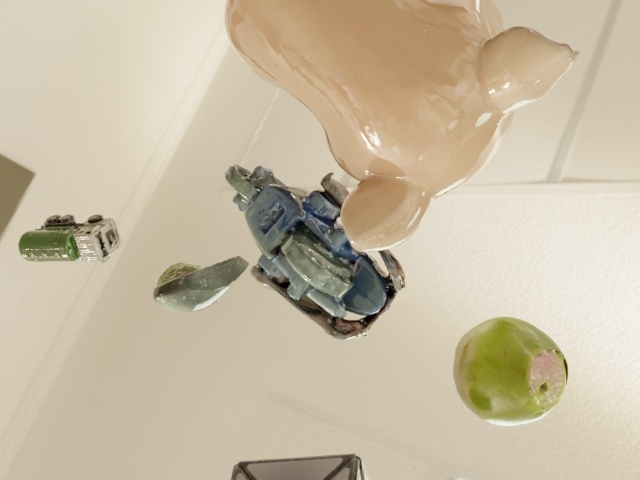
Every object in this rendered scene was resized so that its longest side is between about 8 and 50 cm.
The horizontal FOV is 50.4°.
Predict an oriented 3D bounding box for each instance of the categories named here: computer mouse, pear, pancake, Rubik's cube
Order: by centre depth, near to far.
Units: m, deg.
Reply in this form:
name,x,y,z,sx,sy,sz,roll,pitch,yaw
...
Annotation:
name,x,y,z,sx,sy,sz,roll,pitch,yaw
pear,0.319,0.229,1.197,0.220,0.187,0.187,-6,-122,56
Rubik's cube,-0.024,0.554,1.209,0.259,0.260,0.254,-7,-139,13
computer mouse,-0.205,0.084,1.216,0.113,0.229,0.068,-21,-89,32
pancake,-0.294,0.092,1.436,0.108,0.108,0.017,-55,-139,2

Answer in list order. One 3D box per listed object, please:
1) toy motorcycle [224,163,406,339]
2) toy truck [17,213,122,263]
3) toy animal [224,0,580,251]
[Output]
name,x,y,z,sx,sy,sz,roll,pitch,yaw
toy motorcycle,-0.018,0.016,1.016,0.182,0.241,0.319,-31,-135,-7
toy truck,-0.626,0.002,1.694,0.243,0.101,0.125,-1,-155,20
toy animal,0.040,-0.148,0.546,0.195,0.256,0.213,-51,172,24
